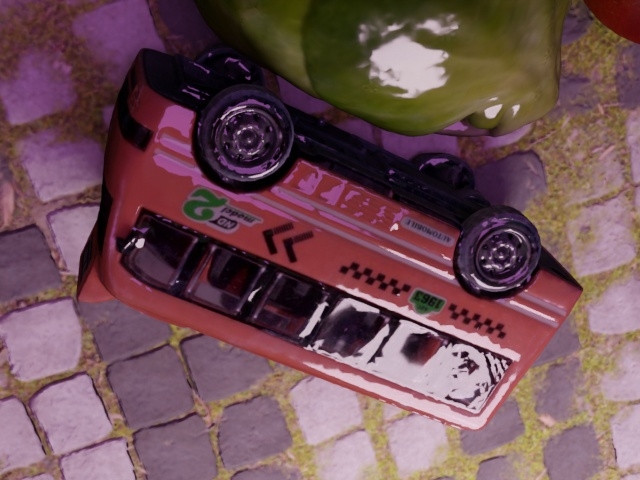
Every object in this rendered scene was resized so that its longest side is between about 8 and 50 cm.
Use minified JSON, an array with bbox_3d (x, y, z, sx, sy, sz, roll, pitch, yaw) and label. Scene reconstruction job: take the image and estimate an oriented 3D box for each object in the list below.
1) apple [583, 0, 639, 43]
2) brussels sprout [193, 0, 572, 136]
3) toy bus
[{"bbox_3d":[0.317,-0.263,0.888,0.181,0.168,0.181,0,92,6],"label":"apple"},{"bbox_3d":[0.065,-0.234,0.802,0.289,0.281,0.355,-51,125,-10],"label":"brussels sprout"},{"bbox_3d":[0.000,0.000,0.902,0.427,0.203,0.233,23,106,-19],"label":"toy bus"}]
